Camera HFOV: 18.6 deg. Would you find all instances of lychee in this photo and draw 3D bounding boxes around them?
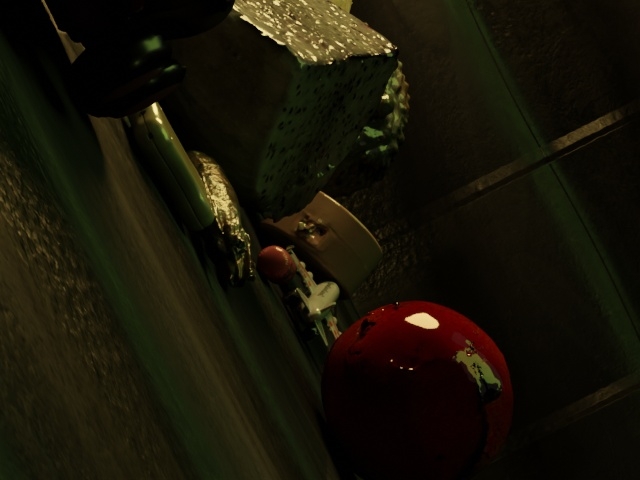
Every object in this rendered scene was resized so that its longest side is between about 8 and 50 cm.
[{"bbox_3d":[-0.015,-0.177,2.572,0.274,0.255,0.255,-6,-60,45],"label":"lychee"}]

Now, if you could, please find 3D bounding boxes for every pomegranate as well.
[{"bbox_3d":[0.100,0.178,2.080,0.210,0.210,0.235,-113,-159,-56],"label":"pomegranate"}]

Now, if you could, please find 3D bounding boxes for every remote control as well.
[{"bbox_3d":[-0.130,-0.065,1.686,0.074,0.032,0.122,-112,176,-53],"label":"remote control"}]

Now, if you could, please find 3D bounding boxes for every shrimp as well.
[{"bbox_3d":[-0.089,-0.003,1.794,0.223,0.048,0.126,-115,-173,-59],"label":"shrimp"}]

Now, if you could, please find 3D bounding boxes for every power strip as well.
[{"bbox_3d":[0.000,0.000,2.474,0.154,0.078,0.154,38,-14,11],"label":"power strip"}]

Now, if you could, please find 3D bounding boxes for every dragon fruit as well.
[{"bbox_3d":[-0.080,-0.161,2.022,0.221,0.204,0.283,37,20,13],"label":"dragon fruit"}]

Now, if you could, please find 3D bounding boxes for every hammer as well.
[{"bbox_3d":[-0.049,0.028,2.247,0.043,0.043,0.083,64,1,12],"label":"hammer"}]

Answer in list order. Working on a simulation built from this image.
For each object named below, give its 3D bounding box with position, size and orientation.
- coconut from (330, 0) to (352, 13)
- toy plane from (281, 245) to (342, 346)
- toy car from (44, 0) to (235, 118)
[{"bbox_3d":[-0.087,-0.273,2.354,0.247,0.245,0.245,56,6,-28],"label":"coconut"},{"bbox_3d":[-0.005,0.077,2.367,0.162,0.066,0.171,62,1,-6],"label":"toy plane"},{"bbox_3d":[-0.124,-0.255,1.402,0.271,0.240,0.341,61,0,-1],"label":"toy car"}]
